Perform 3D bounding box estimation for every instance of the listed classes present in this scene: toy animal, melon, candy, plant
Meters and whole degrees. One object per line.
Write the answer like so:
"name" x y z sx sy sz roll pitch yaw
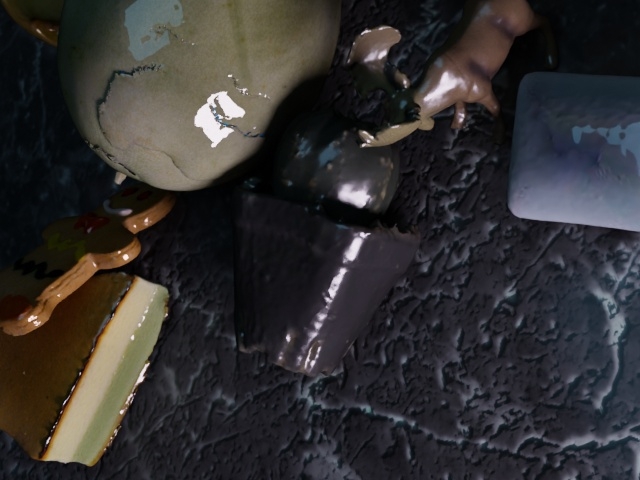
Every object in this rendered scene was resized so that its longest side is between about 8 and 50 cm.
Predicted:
"toy animal" 0.113 -0.155 1.246 0.094 0.186 0.214 30 85 35
"melon" -0.125 -0.202 1.358 0.269 0.268 0.330 23 87 32
"candy" 0.255 -0.080 1.219 0.174 0.071 0.138 8 94 30
"plant" 0.000 0.000 1.311 0.164 0.142 0.256 22 101 32

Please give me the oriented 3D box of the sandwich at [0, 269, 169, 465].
"sandwich" -0.282 0.104 1.463 0.186 0.108 0.220 30 94 31

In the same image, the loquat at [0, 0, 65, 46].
"loquat" -0.269 -0.320 1.509 0.213 0.213 0.213 -8 75 28

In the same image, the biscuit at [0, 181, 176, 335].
"biscuit" -0.258 0.005 1.433 0.250 0.036 0.165 -38 30 -26
